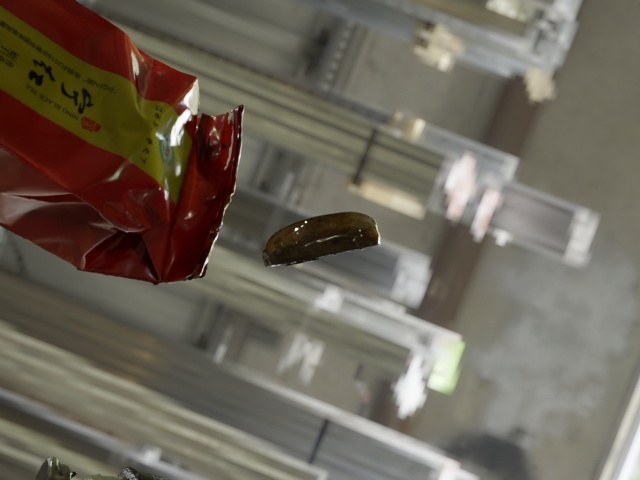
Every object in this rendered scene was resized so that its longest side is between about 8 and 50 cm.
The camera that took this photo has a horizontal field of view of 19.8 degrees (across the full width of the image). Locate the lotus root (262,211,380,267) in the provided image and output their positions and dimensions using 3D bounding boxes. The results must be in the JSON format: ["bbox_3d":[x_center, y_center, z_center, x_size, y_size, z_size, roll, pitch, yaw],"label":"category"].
[{"bbox_3d":[-0.001,-0.002,1.281,0.083,0.030,0.037,-14,3,-8],"label":"lotus root"}]

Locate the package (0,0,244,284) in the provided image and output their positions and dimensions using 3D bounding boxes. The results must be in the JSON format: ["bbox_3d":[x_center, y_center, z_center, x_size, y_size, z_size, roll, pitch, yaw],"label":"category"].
[{"bbox_3d":[-0.267,-0.127,1.560,0.424,0.196,0.123,30,-33,-22],"label":"package"}]

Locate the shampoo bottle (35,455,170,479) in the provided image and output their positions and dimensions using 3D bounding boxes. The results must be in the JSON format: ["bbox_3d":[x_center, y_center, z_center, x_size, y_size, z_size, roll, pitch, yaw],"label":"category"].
[{"bbox_3d":[-0.108,0.204,1.307,0.208,0.063,0.057,21,-11,-20],"label":"shampoo bottle"}]
